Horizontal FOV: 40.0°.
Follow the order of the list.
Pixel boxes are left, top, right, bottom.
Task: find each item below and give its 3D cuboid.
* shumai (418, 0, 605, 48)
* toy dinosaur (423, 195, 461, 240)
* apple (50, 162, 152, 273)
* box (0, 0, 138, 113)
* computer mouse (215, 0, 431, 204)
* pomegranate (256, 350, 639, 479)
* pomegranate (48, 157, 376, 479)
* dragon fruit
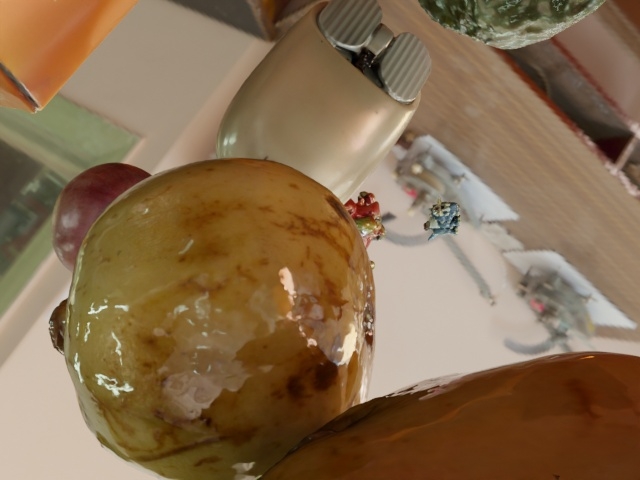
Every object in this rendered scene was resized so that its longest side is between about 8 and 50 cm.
[{"bbox_3d":[0.133,-0.290,0.715,0.218,0.189,0.256,36,158,-25],"label":"shumai"},{"bbox_3d":[0.167,-0.028,1.207,0.047,0.030,0.083,1,148,-1],"label":"toy dinosaur"},{"bbox_3d":[-0.256,-0.018,1.076,0.120,0.153,0.153,6,150,40],"label":"apple"},{"bbox_3d":[-0.332,-0.264,0.871,0.341,0.225,0.143,16,153,42],"label":"box"},{"bbox_3d":[0.006,-0.125,0.809,0.145,0.236,0.082,42,158,-9],"label":"computer mouse"},{"bbox_3d":[0.094,0.257,0.372,0.411,0.411,0.411,33,166,9],"label":"pomegranate"},{"bbox_3d":[-0.068,0.057,0.573,0.215,0.215,0.215,33,166,9],"label":"pomegranate"},{"bbox_3d":[0.000,0.000,1.208,0.172,0.160,0.166,-6,149,16],"label":"dragon fruit"}]
